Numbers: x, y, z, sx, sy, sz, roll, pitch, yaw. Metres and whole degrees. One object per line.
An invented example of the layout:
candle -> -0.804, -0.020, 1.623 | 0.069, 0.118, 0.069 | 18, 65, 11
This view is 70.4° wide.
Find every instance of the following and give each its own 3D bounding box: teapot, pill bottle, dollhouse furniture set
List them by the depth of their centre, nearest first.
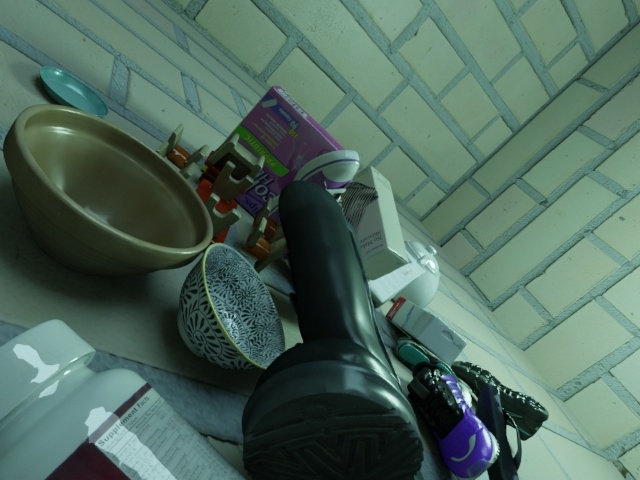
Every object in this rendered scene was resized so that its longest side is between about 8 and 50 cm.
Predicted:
pill bottle -> -0.137, 0.166, 0.302 | 0.221, 0.121, 0.121 | 45, 16, -2
dollhouse furniture set -> -0.189, -0.081, 0.842 | 0.262, 0.135, 0.259 | 39, 28, -21
teapot -> 0.289, 0.089, 1.435 | 0.253, 0.187, 0.256 | 34, 21, -34

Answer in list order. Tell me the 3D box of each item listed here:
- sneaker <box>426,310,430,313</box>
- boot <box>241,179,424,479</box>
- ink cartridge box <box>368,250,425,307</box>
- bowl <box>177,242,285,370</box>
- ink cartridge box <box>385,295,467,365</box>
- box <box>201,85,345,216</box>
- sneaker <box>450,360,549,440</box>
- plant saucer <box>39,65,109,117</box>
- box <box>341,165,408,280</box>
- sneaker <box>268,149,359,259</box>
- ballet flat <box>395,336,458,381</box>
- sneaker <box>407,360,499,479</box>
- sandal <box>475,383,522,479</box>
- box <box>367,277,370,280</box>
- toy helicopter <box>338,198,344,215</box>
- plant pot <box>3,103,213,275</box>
sneaker -> 0.333, 0.257, 1.360 | 0.152, 0.058, 0.084 | 26, 33, -34
boot -> 0.010, 0.071, 0.570 | 0.367, 0.146, 0.445 | 72, 8, -46
ink cartridge box -> 0.176, 0.081, 1.246 | 0.179, 0.045, 0.145 | -29, 70, -32
bowl -> -0.121, 0.095, 0.561 | 0.170, 0.080, 0.170 | 57, 13, -21
ink cartridge box -> 0.261, 0.223, 1.140 | 0.127, 0.072, 0.175 | 40, -4, -18
box -> -0.102, -0.186, 1.031 | 0.213, 0.243, 0.117 | 43, 16, -11
sneaker -> 0.462, 0.426, 1.220 | 0.267, 0.106, 0.101 | 31, 13, 28
plant saucer -> -0.426, -0.249, 0.781 | 0.119, 0.021, 0.119 | 41, 16, -14
box -> 0.128, -0.048, 1.137 | 0.094, 0.113, 0.275 | 34, 36, -39
sneaker -> -0.001, -0.049, 0.881 | 0.102, 0.282, 0.161 | -5, 69, -35
ballet flat -> 0.252, 0.291, 1.072 | 0.188, 0.070, 0.070 | 44, 16, -10
sneaker -> 0.230, 0.327, 0.874 | 0.146, 0.102, 0.293 | 44, 9, -5
sandal -> 0.347, 0.405, 0.857 | 0.097, 0.055, 0.254 | 98, -9, -62
box -> 0.000, 0.000, 1.155 | 0.324, 0.063, 0.067 | 48, 15, 10
toy helicopter -> 0.031, -0.086, 1.282 | 0.235, 0.140, 0.355 | 58, 10, 4
plant pot -> -0.254, -0.037, 0.531 | 0.237, 0.110, 0.237 | 42, 16, -15
